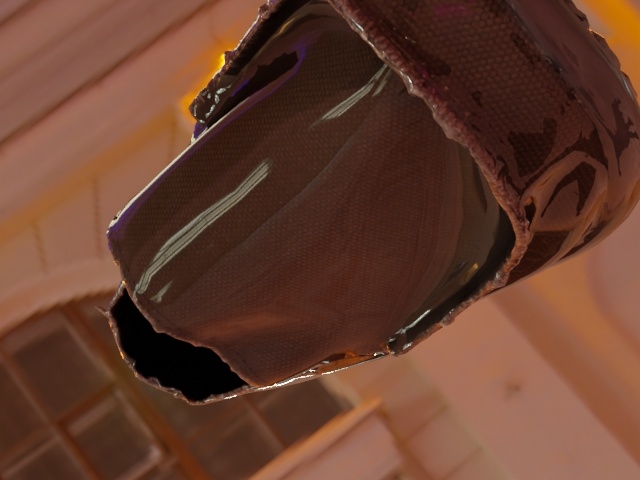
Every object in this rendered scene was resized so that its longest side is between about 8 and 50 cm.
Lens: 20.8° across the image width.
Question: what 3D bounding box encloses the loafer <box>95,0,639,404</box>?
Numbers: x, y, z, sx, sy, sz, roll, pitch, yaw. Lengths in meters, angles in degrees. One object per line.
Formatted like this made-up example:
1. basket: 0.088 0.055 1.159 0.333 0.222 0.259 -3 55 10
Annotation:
1. loafer: 0.000 0.000 0.628 0.130 0.134 0.366 -39 -6 -20
